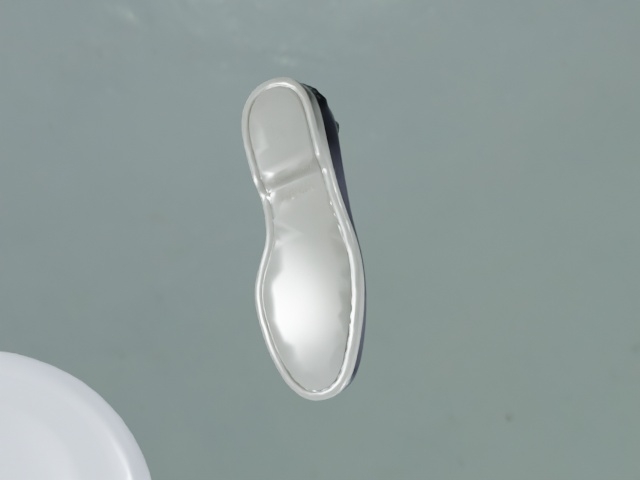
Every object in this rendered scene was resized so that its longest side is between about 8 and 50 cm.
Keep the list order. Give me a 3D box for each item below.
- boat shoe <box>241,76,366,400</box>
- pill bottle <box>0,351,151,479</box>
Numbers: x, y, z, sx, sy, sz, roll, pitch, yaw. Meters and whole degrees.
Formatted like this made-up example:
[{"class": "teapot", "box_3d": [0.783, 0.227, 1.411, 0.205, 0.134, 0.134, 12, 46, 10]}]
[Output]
[{"class": "boat shoe", "box_3d": [0.000, 0.000, 1.230, 0.075, 0.206, 0.065, -16, 165, 25]}, {"class": "pill bottle", "box_3d": [-0.119, 0.140, 0.694, 0.121, 0.121, 0.221, -12, 149, -12]}]
